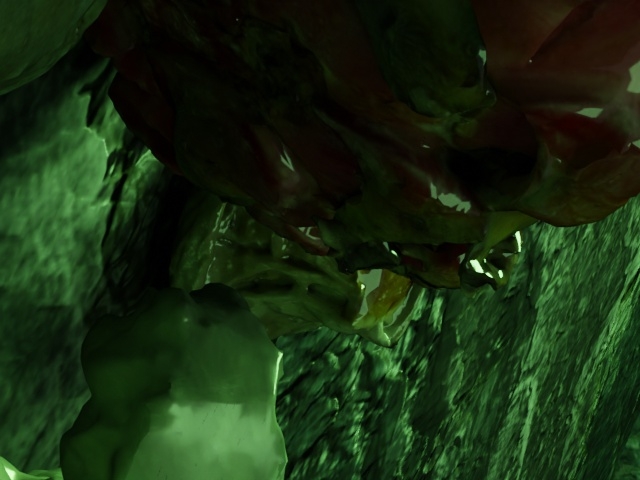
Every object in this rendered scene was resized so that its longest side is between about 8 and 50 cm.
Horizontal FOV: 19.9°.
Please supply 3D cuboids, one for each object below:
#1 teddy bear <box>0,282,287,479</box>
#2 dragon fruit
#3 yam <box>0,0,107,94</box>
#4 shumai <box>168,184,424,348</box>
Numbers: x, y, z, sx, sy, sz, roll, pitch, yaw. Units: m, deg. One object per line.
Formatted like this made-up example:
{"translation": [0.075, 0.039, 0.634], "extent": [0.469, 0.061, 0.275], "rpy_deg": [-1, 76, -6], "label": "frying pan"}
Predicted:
{"translation": [-0.158, 0.118, 0.627], "extent": [0.327, 0.362, 0.375], "rpy_deg": [-42, 121, -1], "label": "teddy bear"}
{"translation": [0.042, -0.116, 0.671], "extent": [0.269, 0.250, 0.291], "rpy_deg": [-34, -179, -29], "label": "dragon fruit"}
{"translation": [-0.152, -0.070, 0.434], "extent": [0.330, 0.133, 0.133], "rpy_deg": [-28, 140, -64], "label": "yam"}
{"translation": [-0.002, 0.002, 0.892], "extent": [0.145, 0.116, 0.145], "rpy_deg": [-53, 159, -31], "label": "shumai"}
